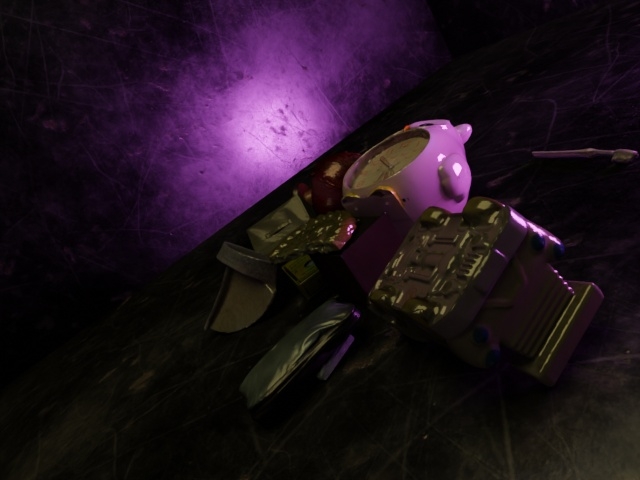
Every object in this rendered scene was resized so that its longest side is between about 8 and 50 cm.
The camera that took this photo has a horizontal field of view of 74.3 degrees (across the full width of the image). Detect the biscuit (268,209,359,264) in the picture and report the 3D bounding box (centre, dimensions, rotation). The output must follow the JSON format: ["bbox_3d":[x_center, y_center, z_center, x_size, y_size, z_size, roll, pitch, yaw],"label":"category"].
[{"bbox_3d":[-0.012,-0.018,1.084,0.274,0.036,0.187,-17,26,42],"label":"biscuit"}]

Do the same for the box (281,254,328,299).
[{"bbox_3d":[-0.027,0.090,1.314,0.141,0.064,0.220,-36,21,-9],"label":"box"}]

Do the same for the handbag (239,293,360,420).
[{"bbox_3d":[-0.047,0.246,0.947,0.332,0.075,0.192,-44,10,-15],"label":"handbag"}]

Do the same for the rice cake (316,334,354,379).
[{"bbox_3d":[0.033,0.250,0.908,0.121,0.021,0.022,-48,14,-33],"label":"rice cake"}]

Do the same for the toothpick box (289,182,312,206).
[{"bbox_3d":[0.021,-0.169,1.674,0.295,0.192,0.192,-21,23,19],"label":"toothpick box"}]

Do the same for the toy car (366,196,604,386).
[{"bbox_3d":[0.252,0.082,0.733,0.242,0.227,0.336,-56,7,-7],"label":"toy car"}]

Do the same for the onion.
[{"bbox_3d":[0.091,-0.162,1.416,0.277,0.276,0.276,-29,20,12],"label":"onion"}]

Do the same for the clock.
[{"bbox_3d":[0.259,-0.162,1.183,0.369,0.250,0.376,-7,40,48],"label":"clock"}]

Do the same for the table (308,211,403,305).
[{"bbox_3d":[0.097,0.043,1.075,0.172,0.169,0.193,-42,20,-23],"label":"table"}]

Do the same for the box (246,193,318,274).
[{"bbox_3d":[-0.109,-0.018,1.457,0.232,0.155,0.148,-35,56,13],"label":"box"}]

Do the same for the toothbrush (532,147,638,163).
[{"bbox_3d":[0.637,-0.213,1.044,0.028,0.026,0.294,-50,21,1],"label":"toothbrush"}]

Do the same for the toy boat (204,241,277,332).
[{"bbox_3d":[-0.237,0.150,1.332,0.276,0.292,0.111,1,-4,35],"label":"toy boat"}]
